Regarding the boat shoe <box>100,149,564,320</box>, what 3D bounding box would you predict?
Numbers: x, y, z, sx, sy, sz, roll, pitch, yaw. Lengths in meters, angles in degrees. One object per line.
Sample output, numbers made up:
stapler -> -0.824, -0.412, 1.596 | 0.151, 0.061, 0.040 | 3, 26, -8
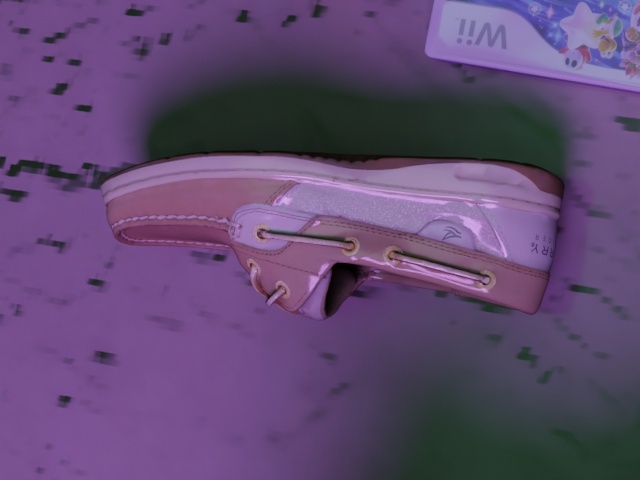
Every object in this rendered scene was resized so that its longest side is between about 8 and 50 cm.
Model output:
boat shoe -> 0.000, 0.000, 0.553 | 0.135, 0.050, 0.045 | 1, 82, 20

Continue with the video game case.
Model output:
video game case -> 0.082, -0.104, 0.549 | 0.087, 0.011, 0.122 | 11, 92, 20
